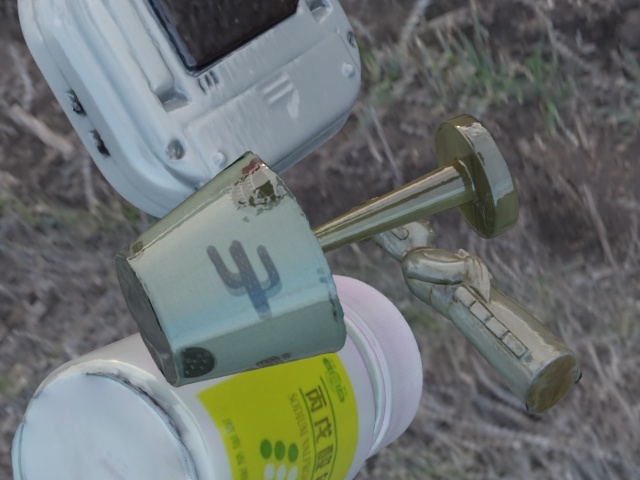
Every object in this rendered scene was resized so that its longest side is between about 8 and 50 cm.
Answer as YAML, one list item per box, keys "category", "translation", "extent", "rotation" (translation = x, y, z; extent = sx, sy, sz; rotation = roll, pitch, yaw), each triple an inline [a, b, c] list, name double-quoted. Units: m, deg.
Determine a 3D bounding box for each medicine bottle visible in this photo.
- category: "medicine bottle"
  translation: [-0.079, 0.161, 1.668]
  extent: [0.214, 0.379, 0.213]
  rotation: [9, 108, 31]

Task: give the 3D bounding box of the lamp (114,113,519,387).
- category: "lamp"
  translation: [0.000, 0.000, 1.016]
  extent: [0.215, 0.121, 0.121]
  rotation: [-23, 64, -14]

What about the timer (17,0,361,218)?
- category: "timer"
  translation: [-0.087, -0.152, 1.367]
  extent: [0.087, 0.262, 0.237]
  rotation: [-19, 104, 44]

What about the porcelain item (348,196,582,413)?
- category: "porcelain item"
  translation: [0.104, 0.039, 1.397]
  extent: [0.054, 0.084, 0.213]
  rotation: [-40, 60, -9]
